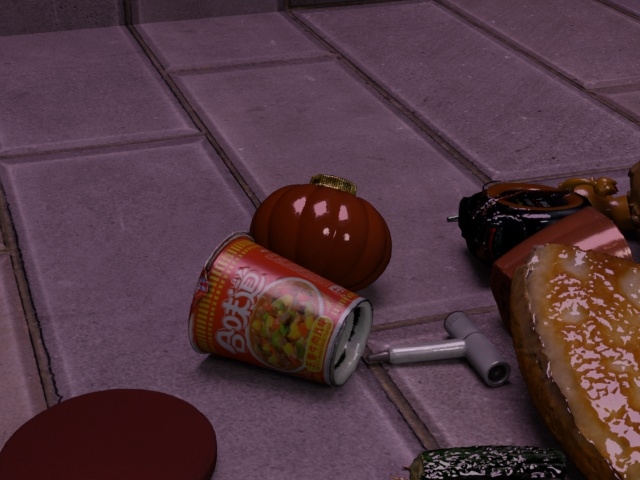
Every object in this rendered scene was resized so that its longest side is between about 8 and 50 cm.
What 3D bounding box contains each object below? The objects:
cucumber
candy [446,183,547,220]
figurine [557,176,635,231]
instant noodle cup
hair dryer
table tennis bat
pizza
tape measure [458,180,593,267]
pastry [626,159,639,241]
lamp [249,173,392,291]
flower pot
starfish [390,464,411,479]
[{"bbox_3d":[0.202,0.273,1.496,0.187,0.058,0.058,0,25,-12],"label":"cucumber"},{"bbox_3d":[0.323,-0.059,2.237,0.203,0.061,0.061,-12,27,-6],"label":"candy"},{"bbox_3d":[0.490,-0.066,2.151,0.176,0.122,0.121,13,61,12],"label":"figurine"},{"bbox_3d":[-0.048,0.107,1.745,0.212,0.193,0.193,20,31,21],"label":"instant noodle cup"},{"bbox_3d":[0.155,0.167,1.768,0.183,0.044,0.155,-13,27,-14],"label":"hair dryer"},{"bbox_3d":[-0.268,0.289,1.497,0.268,0.051,0.414,2,24,6],"label":"table tennis bat"},{"bbox_3d":[0.463,0.169,1.615,0.406,0.130,0.439,-6,45,-11],"label":"pizza"},{"bbox_3d":[0.339,-0.017,2.045,0.223,0.135,0.202,0,15,-6],"label":"tape measure"},{"bbox_3d":[0.646,-0.032,2.005,0.316,0.184,0.284,18,20,35],"label":"pastry"},{"bbox_3d":[0.000,0.000,1.932,0.223,0.196,0.223,12,-11,2],"label":"lamp"},{"bbox_3d":[0.350,0.063,1.830,0.173,0.190,0.190,-19,29,-12],"label":"flower pot"},{"bbox_3d":[0.132,0.293,1.523,0.086,0.016,0.092,-7,23,-28],"label":"starfish"}]
